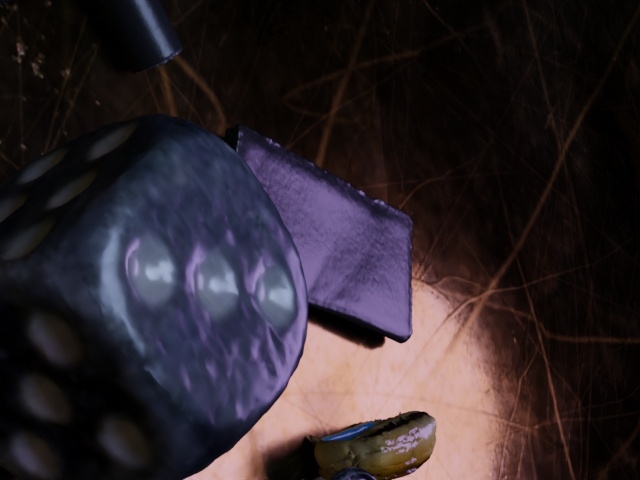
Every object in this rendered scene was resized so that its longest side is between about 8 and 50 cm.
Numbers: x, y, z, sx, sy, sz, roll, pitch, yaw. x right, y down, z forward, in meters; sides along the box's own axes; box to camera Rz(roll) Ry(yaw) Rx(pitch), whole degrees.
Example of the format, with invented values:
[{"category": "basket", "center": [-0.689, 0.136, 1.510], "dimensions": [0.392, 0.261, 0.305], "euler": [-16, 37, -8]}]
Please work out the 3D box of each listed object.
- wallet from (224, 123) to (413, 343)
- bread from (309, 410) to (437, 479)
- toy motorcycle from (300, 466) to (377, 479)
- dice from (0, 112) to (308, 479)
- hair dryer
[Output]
[{"category": "wallet", "center": [-0.001, 0.000, 1.286], "dimensions": [0.244, 0.025, 0.124], "euler": [26, 58, -48]}, {"category": "bread", "center": [0.046, 0.169, 1.248], "dimensions": [0.106, 0.072, 0.053], "euler": [-13, 88, -55]}, {"category": "toy motorcycle", "center": [-0.020, 0.261, 1.125], "dimensions": [0.151, 0.074, 0.228], "euler": [31, 62, -33]}, {"category": "dice", "center": [-0.129, 0.042, 0.969], "dimensions": [0.183, 0.181, 0.182], "euler": [60, 38, -22]}, {"category": "hair dryer", "center": [-0.194, -0.169, 1.083], "dimensions": [0.195, 0.050, 0.173], "euler": [-47, 114, -45]}]
